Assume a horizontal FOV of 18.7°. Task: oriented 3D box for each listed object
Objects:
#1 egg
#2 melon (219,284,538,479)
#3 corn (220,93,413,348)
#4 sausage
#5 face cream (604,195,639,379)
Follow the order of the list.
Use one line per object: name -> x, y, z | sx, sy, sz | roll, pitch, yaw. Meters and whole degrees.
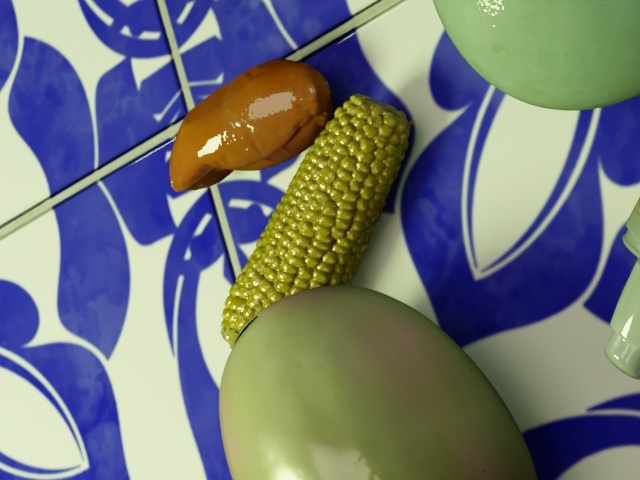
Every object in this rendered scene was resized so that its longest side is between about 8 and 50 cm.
egg -> 0.215, -0.284, 1.419 | 0.276, 0.276, 0.388 | 24, 103, 36
melon -> 0.047, 0.181, 1.540 | 0.223, 0.223, 0.317 | -43, 66, 27
corn -> -0.003, -0.003, 1.678 | 0.091, 0.091, 0.260 | 36, 103, 31
sausage -> -0.064, -0.101, 1.736 | 0.179, 0.089, 0.089 | -27, 70, 27
face cream -> 0.282, -0.009, 1.455 | 0.101, 0.101, 0.251 | 36, 107, 34
